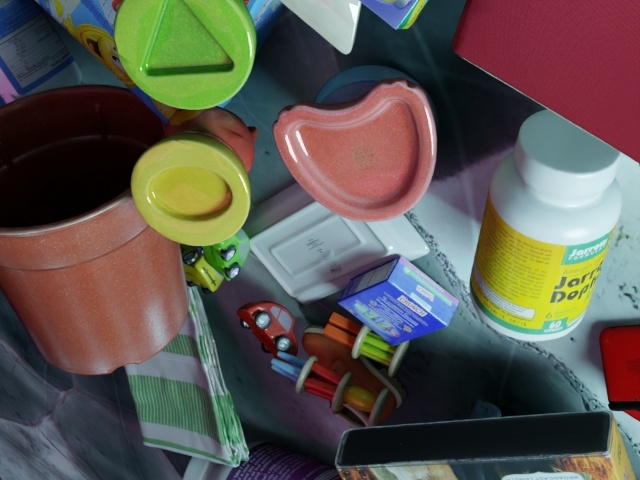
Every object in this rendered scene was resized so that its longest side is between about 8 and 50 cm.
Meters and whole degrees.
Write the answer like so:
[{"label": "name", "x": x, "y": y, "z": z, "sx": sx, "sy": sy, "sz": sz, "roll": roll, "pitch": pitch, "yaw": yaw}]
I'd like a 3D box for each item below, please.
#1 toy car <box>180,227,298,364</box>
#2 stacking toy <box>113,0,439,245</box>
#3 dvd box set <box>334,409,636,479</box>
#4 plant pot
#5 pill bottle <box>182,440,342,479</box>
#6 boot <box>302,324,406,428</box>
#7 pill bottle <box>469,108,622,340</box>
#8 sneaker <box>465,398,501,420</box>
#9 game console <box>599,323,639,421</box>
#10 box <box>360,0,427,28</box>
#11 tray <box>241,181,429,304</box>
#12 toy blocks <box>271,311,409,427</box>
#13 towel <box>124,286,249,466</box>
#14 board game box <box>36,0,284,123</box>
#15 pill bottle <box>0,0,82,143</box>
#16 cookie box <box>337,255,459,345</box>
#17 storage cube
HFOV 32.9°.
[{"label": "toy car", "x": -0.112, "y": 0.034, "z": 1.366, "sx": 0.239, "sy": 0.053, "sz": 0.225, "roll": 38, "pitch": 157, "yaw": 22}, {"label": "stacking toy", "x": -0.041, "y": -0.151, "z": 1.050, "sx": 0.309, "sy": 0.130, "sz": 0.279, "roll": -4, "pitch": 121, "yaw": 14}, {"label": "dvd box set", "x": 0.232, "y": 0.363, "z": 1.252, "sx": 0.308, "sy": 0.062, "sz": 0.420, "roll": -8, "pitch": 128, "yaw": 25}, {"label": "plant pot", "x": -0.280, "y": 0.001, "z": 1.284, "sx": 0.272, "sy": 0.272, "sz": 0.265, "roll": 20, "pitch": 139, "yaw": 31}, {"label": "pill bottle", "x": -0.058, "y": 0.398, "z": 1.623, "sx": 0.302, "sy": 0.169, "sz": 0.169, "roll": 15, "pitch": 135, "yaw": 36}, {"label": "boot", "x": 0.026, "y": 0.177, "z": 1.387, "sx": 0.158, "sy": 0.084, "sz": 0.059, "roll": 39, "pitch": 147, "yaw": 11}, {"label": "pill bottle", "x": 0.206, "y": -0.014, "z": 0.985, "sx": 0.118, "sy": 0.117, "sz": 0.208, "roll": 29, "pitch": 141, "yaw": 22}, {"label": "sneaker", "x": 0.238, "y": 0.296, "z": 1.306, "sx": 0.122, "sy": 0.110, "sz": 0.283, "roll": 1, "pitch": 131, "yaw": 22}, {"label": "game console", "x": 0.364, "y": 0.138, "z": 1.071, "sx": 0.144, "sy": 0.085, "sz": 0.124, "roll": -10, "pitch": 87, "yaw": 49}, {"label": "box", "x": 0.078, "y": -0.269, "z": 0.855, "sx": 0.105, "sy": 0.043, "sz": 0.179, "roll": 39, "pitch": 110, "yaw": 7}, {"label": "tray", "x": 0.000, "y": 0.000, "z": 1.281, "sx": 0.145, "sy": 0.030, "sz": 0.270, "roll": 50, "pitch": 145, "yaw": -9}, {"label": "toy blocks", "x": 0.020, "y": 0.145, "z": 1.330, "sx": 0.148, "sy": 0.054, "sz": 0.123, "roll": 23, "pitch": 101, "yaw": 13}, {"label": "towel", "x": -0.233, "y": 0.175, "z": 1.618, "sx": 0.248, "sy": 0.038, "sz": 0.324, "roll": 1, "pitch": 112, "yaw": 46}, {"label": "board game box", "x": -0.180, "y": -0.302, "z": 1.105, "sx": 0.302, "sy": 0.086, "sz": 0.308, "roll": 43, "pitch": 145, "yaw": 2}, {"label": "pill bottle", "x": -0.376, "y": -0.220, "z": 1.352, "sx": 0.124, "sy": 0.124, "sz": 0.221, "roll": -7, "pitch": 120, "yaw": 48}, {"label": "cookie box", "x": 0.088, "y": 0.071, "z": 1.238, "sx": 0.092, "sy": 0.040, "sz": 0.107, "roll": 38, "pitch": 148, "yaw": -16}, {"label": "storage cube", "x": 0.231, "y": -0.191, "z": 0.721, "sx": 0.215, "sy": 0.183, "sz": 0.193, "roll": 34, "pitch": 144, "yaw": 14}]
